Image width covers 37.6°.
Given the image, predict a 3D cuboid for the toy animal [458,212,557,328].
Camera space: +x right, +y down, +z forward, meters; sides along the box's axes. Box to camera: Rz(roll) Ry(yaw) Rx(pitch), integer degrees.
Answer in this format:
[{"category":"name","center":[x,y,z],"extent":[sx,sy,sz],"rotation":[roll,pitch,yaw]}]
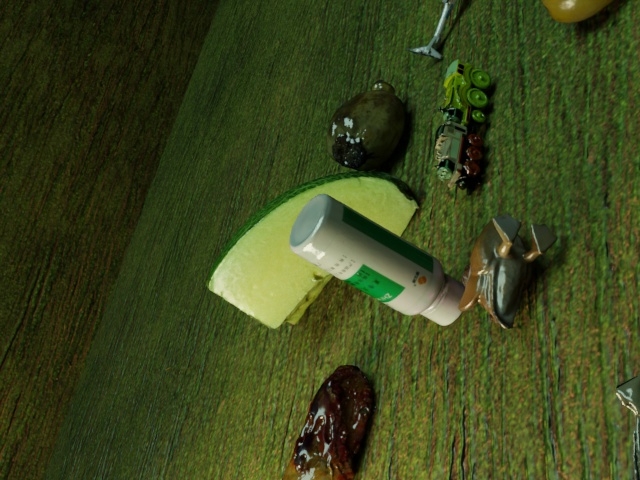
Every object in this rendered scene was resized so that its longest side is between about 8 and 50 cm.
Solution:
[{"category":"toy animal","center":[0.224,0.053,1.226],"extent":[0.179,0.089,0.188],"rotation":[122,164,-52]}]

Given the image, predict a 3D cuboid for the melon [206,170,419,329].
[{"category":"melon","center":[0.000,0.000,1.640],"extent":[0.343,0.331,0.226],"rotation":[-49,61,7]}]

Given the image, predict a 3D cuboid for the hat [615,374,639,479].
[{"category":"hat","center":[0.346,0.188,0.838],"extent":[0.147,0.085,0.175],"rotation":[-4,81,50]}]

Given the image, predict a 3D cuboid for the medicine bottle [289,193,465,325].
[{"category":"medicine bottle","center":[0.085,0.033,1.293],"extent":[0.095,0.260,0.095],"rotation":[-48,25,31]}]

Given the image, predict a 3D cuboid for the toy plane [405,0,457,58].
[{"category":"toy plane","center":[0.266,-0.476,1.799],"extent":[0.182,0.107,0.273],"rotation":[2,88,21]}]

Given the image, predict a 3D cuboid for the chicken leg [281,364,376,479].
[{"category":"chicken leg","center":[-0.013,0.330,1.389],"extent":[0.177,0.083,0.322],"rotation":[-39,28,57]}]

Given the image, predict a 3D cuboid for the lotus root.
[{"category":"lotus root","center":[0.093,-0.217,1.756],"extent":[0.138,0.138,0.214],"rotation":[-25,28,54]}]

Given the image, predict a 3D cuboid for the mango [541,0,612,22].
[{"category":"mango","center":[0.407,-0.403,1.374],"extent":[0.194,0.092,0.130],"rotation":[-43,26,24]}]

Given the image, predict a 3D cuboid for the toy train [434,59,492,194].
[{"category":"toy train","center":[0.224,-0.181,1.495],"extent":[0.053,0.085,0.250],"rotation":[122,164,-52]}]
